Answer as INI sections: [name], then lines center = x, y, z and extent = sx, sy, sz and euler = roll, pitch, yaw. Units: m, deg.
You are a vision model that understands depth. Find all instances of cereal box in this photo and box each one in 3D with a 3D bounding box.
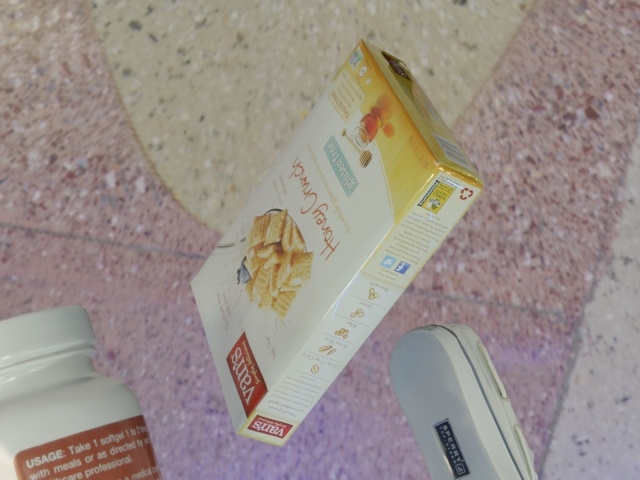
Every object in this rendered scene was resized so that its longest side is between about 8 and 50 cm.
[cereal box]
center = 0.000, 0.000, 0.804
extent = 0.047, 0.173, 0.240
euler = 23, 115, -31

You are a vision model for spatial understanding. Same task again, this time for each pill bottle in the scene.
[pill bottle]
center = -0.147, 0.153, 0.653
extent = 0.121, 0.121, 0.216
euler = -19, 82, 9

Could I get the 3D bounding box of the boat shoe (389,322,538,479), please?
[boat shoe]
center = 0.140, 0.188, 0.939
extent = 0.095, 0.084, 0.258
euler = -21, 81, 41
